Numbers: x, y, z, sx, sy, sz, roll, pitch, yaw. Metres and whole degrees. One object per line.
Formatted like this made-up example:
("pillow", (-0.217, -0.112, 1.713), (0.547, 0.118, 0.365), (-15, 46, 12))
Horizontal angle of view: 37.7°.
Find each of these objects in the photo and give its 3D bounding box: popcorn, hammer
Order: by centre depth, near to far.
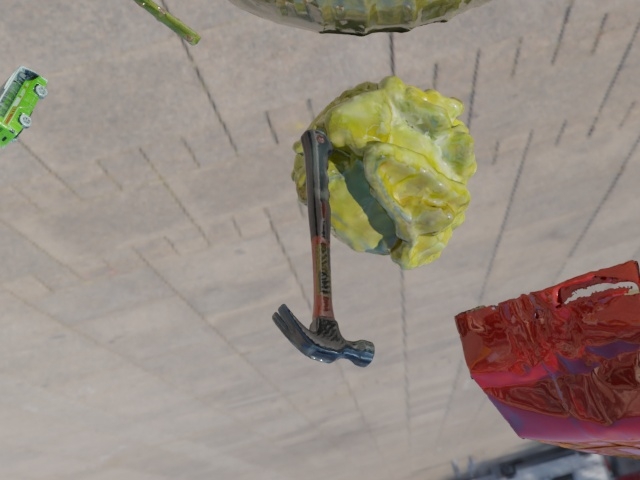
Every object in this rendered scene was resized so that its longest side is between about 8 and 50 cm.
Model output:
("hammer", (0.000, 0.000, 1.055), (0.111, 0.288, 0.033), (13, 147, -24))
("popcorn", (0.105, -0.117, 1.448), (0.312, 0.312, 0.312), (-14, 162, -5))

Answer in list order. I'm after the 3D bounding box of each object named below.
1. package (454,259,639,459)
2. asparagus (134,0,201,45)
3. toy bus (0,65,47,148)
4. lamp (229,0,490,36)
("package", (0.331, 0.123, 0.786), (0.423, 0.123, 0.196), (15, 158, -29))
("asparagus", (-0.270, -0.365, 1.453), (0.024, 0.025, 0.248), (-12, 158, 30))
("toy bus", (-0.274, -0.121, 0.841), (0.037, 0.083, 0.031), (37, 130, -25))
("lamp", (0.036, -0.217, 0.381), (0.284, 0.250, 0.250), (-26, 161, 1))
